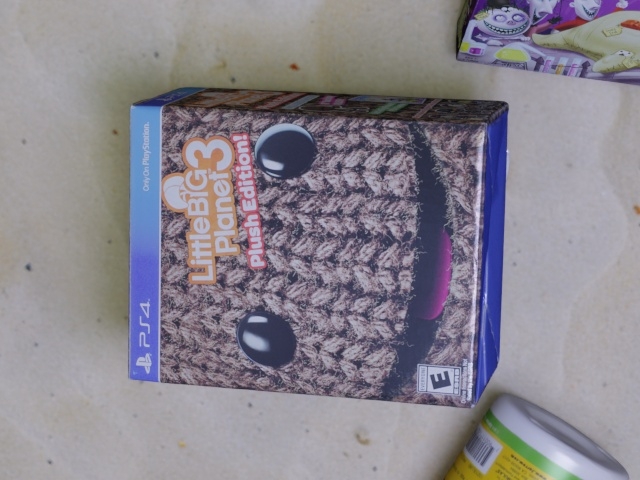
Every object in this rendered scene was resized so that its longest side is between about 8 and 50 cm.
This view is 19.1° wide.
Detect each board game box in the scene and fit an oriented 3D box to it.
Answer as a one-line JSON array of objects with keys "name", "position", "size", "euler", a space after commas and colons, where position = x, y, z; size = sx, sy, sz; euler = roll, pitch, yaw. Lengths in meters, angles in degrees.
[{"name": "board game box", "position": [0.000, 0.000, 1.564], "size": [0.291, 0.141, 0.232], "euler": [3, 101, 13]}, {"name": "board game box", "position": [0.300, -0.197, 1.558], "size": [0.347, 0.208, 0.056], "euler": [7, 57, -4]}]

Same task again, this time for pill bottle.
[{"name": "pill bottle", "position": [0.150, 0.270, 1.660], "size": [0.136, 0.136, 0.245], "euler": [31, 97, -8]}]

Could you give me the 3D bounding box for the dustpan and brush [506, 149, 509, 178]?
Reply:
[{"name": "dustpan and brush", "position": [0.074, 0.001, 1.655], "size": [0.147, 0.060, 0.211], "euler": [14, 93, 7]}]
